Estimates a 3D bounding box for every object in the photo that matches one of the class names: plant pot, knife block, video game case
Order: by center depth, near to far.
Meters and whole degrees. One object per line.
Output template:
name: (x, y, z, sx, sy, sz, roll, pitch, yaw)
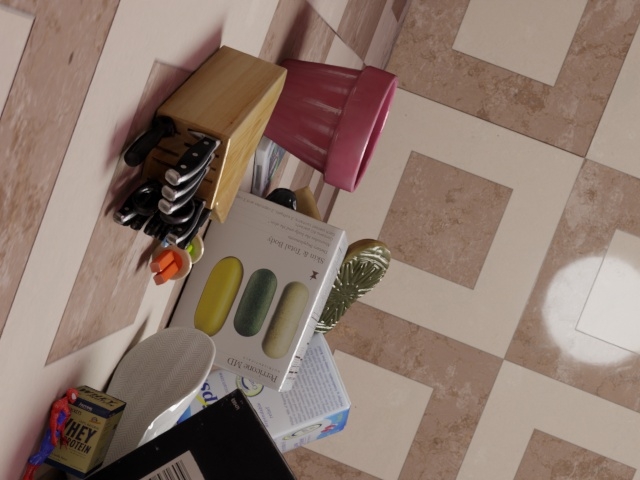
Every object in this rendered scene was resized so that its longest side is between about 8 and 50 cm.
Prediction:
knife block: (-0.130, -0.119, 1.286, 0.242, 0.088, 0.276, 92, 20, -77)
plant pot: (0.006, -0.201, 1.876, 0.201, 0.180, 0.201, 22, 90, -85)
video game case: (-0.071, -0.182, 2.035, 0.173, 0.022, 0.190, 103, 10, -62)

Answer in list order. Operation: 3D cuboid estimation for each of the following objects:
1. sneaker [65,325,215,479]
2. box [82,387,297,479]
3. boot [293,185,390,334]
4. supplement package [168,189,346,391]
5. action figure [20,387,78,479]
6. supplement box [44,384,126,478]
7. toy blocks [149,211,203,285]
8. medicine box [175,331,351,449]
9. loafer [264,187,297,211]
sneaker: (-0.248, 0.253, 1.565, 0.292, 0.108, 0.169, -51, 166, -41)
box: (-0.147, 0.389, 1.425, 0.296, 0.183, 0.294, -29, 133, -8)
boot: (0.000, 0.000, 2.079, 0.236, 0.089, 0.269, -47, -138, 27)
supplement package: (-0.096, 0.081, 1.847, 0.198, 0.199, 0.263, 66, 45, -83)
action figure: (-0.295, 0.217, 1.293, 0.038, 0.030, 0.115, 58, 51, -78)
supplement box: (-0.273, 0.220, 1.356, 0.083, 0.056, 0.083, 4, 108, -86)
toy blocks: (-0.181, 0.002, 1.442, 0.148, 0.054, 0.123, -56, 167, -66)
medicine box: (-0.108, 0.303, 2.097, 0.263, 0.289, 0.149, 94, -25, -73)
loafer: (-0.105, -0.007, 2.106, 0.078, 0.076, 0.223, -96, -151, -58)
